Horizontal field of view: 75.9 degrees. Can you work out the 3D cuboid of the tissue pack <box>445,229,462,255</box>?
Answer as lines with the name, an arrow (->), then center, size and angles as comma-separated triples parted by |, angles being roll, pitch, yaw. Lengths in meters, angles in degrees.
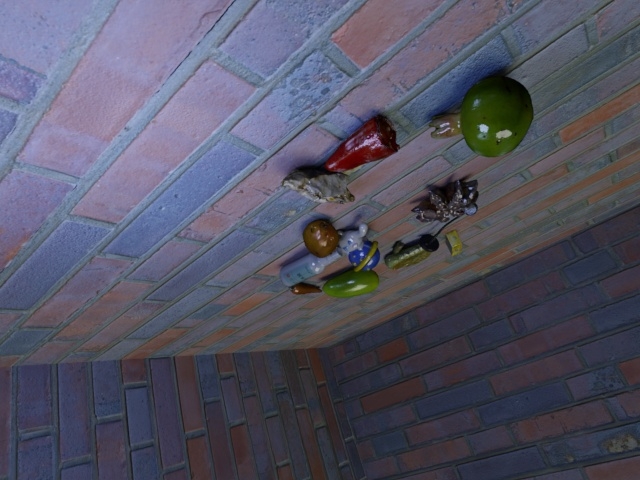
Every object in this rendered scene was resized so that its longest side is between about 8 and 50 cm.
tissue pack -> 0.784, 0.017, 2.415 | 0.062, 0.095, 0.176 | -24, 155, 9

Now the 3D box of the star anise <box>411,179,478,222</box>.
star anise -> 0.573, -0.165, 1.856 | 0.331, 0.118, 0.332 | -13, 160, -5

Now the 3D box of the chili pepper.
chili pepper -> 0.126, -0.290, 1.312 | 0.252, 0.136, 0.144 | -24, -158, 37

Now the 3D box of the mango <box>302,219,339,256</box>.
mango -> 0.000, 0.000, 1.793 | 0.156, 0.151, 0.249 | 13, 163, 6

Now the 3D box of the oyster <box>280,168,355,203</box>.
oyster -> 0.000, -0.187, 1.393 | 0.341, 0.110, 0.166 | 2, -178, -34

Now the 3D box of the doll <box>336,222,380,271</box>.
doll -> 0.190, 0.016, 1.925 | 0.159, 0.242, 0.311 | -44, 173, -36

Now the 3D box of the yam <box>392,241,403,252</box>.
yam -> 0.429, 0.038, 2.272 | 0.043, 0.043, 0.094 | -12, 154, -15

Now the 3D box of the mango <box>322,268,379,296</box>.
mango -> 0.178, 0.254, 2.415 | 0.343, 0.156, 0.192 | -13, 153, -6

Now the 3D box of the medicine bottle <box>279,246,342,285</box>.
medicine bottle -> -0.041, 0.118, 1.980 | 0.351, 0.110, 0.110 | -26, 156, 33

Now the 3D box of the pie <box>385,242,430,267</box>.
pie -> 0.534, 0.090, 2.431 | 0.323, 0.071, 0.323 | -17, 159, -7

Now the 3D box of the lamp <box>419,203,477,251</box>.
lamp -> 0.679, -0.087, 2.171 | 0.108, 0.130, 0.371 | -24, 155, -52

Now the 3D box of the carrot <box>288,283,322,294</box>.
carrot -> -0.080, 0.287, 2.422 | 0.069, 0.069, 0.336 | -32, 156, 27

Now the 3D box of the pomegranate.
pomegranate -> 0.488, -0.374, 1.261 | 0.301, 0.236, 0.236 | 1, 164, 25
